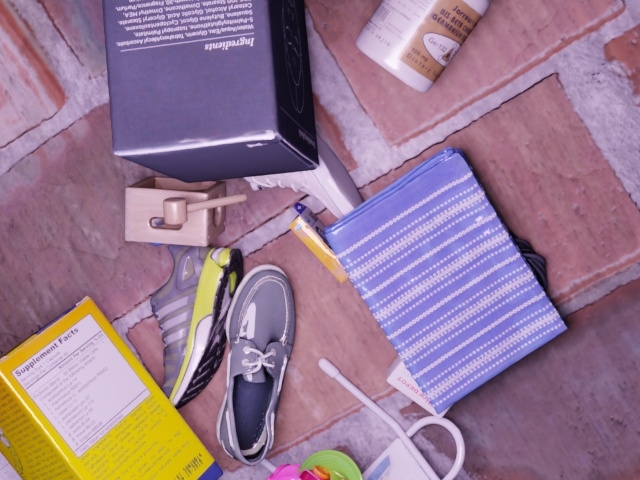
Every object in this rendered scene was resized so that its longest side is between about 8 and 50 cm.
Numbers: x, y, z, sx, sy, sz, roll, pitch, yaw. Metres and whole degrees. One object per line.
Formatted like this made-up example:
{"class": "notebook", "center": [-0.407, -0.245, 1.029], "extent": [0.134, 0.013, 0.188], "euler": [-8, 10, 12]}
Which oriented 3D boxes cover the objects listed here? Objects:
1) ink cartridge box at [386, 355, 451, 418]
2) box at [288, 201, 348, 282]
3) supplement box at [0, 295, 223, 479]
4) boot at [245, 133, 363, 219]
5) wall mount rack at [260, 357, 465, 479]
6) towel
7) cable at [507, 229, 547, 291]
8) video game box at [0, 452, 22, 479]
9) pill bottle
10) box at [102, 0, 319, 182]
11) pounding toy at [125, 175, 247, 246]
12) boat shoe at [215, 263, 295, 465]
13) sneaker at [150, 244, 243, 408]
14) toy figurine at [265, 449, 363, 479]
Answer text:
{"class": "ink cartridge box", "center": [0.190, 0.188, 1.489], "extent": [0.109, 0.063, 0.150], "euler": [36, 102, -2]}
{"class": "box", "center": [0.000, 0.000, 1.466], "extent": [0.028, 0.081, 0.136], "euler": [-44, 93, 14]}
{"class": "supplement box", "center": [-0.360, 0.302, 1.483], "extent": [0.357, 0.194, 0.195], "euler": [54, 138, -5]}
{"class": "boot", "center": [-0.049, -0.110, 1.454], "extent": [0.123, 0.095, 0.258], "euler": [-38, 86, 19]}
{"class": "wall mount rack", "center": [0.048, 0.378, 1.523], "extent": [0.350, 0.130, 0.304], "euler": [-49, 55, 13]}
{"class": "towel", "center": [0.188, 0.058, 1.408], "extent": [0.243, 0.040, 0.336], "euler": [-33, 97, -2]}
{"class": "cable", "center": [0.257, 0.050, 1.461], "extent": [0.184, 0.047, 0.150], "euler": [41, 104, -1]}
{"class": "video game box", "center": [-0.459, 0.373, 1.622], "extent": [0.187, 0.048, 0.205], "euler": [-35, 96, 15]}
{"class": "pill bottle", "center": [0.164, -0.338, 1.348], "extent": [0.131, 0.131, 0.229], "euler": [35, 104, -1]}
{"class": "box", "center": [-0.142, -0.294, 1.271], "extent": [0.211, 0.293, 0.396], "euler": [-6, 85, 9]}
{"class": "pounding toy", "center": [-0.199, -0.031, 1.421], "extent": [0.181, 0.206, 0.094], "euler": [4, 102, 6]}
{"class": "boat shoe", "center": [-0.093, 0.200, 1.489], "extent": [0.116, 0.099, 0.320], "euler": [8, 99, -20]}
{"class": "sneaker", "center": [-0.217, 0.136, 1.523], "extent": [0.121, 0.111, 0.300], "euler": [21, 101, 18]}
{"class": "toy figurine", "center": [-0.012, 0.386, 1.394], "extent": [0.173, 0.159, 0.130], "euler": [36, 98, 33]}
